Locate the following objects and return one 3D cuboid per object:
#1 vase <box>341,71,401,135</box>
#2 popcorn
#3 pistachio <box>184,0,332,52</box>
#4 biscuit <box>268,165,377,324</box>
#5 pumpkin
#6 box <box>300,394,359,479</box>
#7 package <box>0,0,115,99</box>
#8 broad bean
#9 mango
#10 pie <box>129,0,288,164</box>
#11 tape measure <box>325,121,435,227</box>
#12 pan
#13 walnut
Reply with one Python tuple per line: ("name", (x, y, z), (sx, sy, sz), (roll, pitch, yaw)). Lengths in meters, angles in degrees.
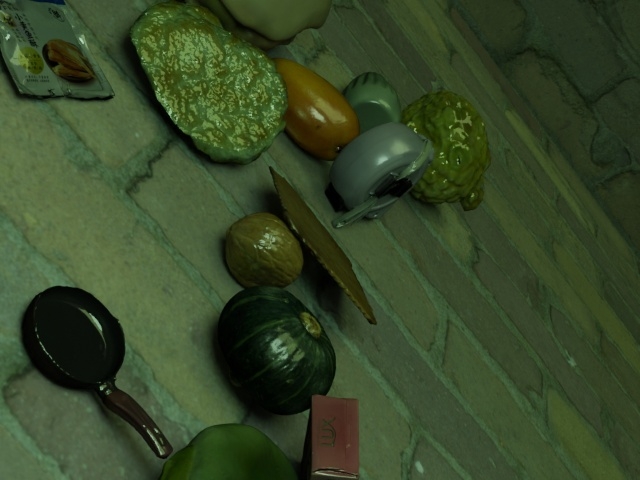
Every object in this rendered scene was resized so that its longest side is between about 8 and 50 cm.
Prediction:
("vase", (0.098, -0.276, 1.727), (0.128, 0.128, 0.248), (47, 21, -18))
("popcorn", (0.261, -0.181, 1.810), (0.251, 0.206, 0.237), (57, 11, -25))
("pistachio", (-0.111, -0.510, 1.501), (0.365, 0.281, 0.445), (53, 38, -35))
("biscuit", (0.000, 0.000, 1.293), (0.237, 0.013, 0.232), (52, 8, -28))
("pumpkin", (-0.055, 0.133, 1.048), (0.167, 0.125, 0.167), (37, 29, -24))
("box", (0.009, 0.266, 0.996), (0.060, 0.156, 0.111), (4, 41, -3))
("package", (-0.352, -0.252, 1.081), (0.173, 0.027, 0.171), (63, 28, 4))
("broad bean", (-0.096, 0.271, 0.884), (0.228, 0.100, 0.169), (34, 42, -58))
("mango", (-0.024, -0.236, 1.509), (0.219, 0.112, 0.145), (44, 28, 2))
("pie", (-0.166, -0.239, 1.287), (0.274, 0.105, 0.257), (45, 39, -21))
("tape measure", (0.102, -0.113, 1.490), (0.178, 0.196, 0.105), (-2, 53, -50))
("pan", (-0.221, 0.137, 0.868), (0.212, 0.040, 0.115), (53, 27, 8))
("walnut", (-0.075, 0.017, 1.171), (0.124, 0.105, 0.105), (47, 29, -26))
